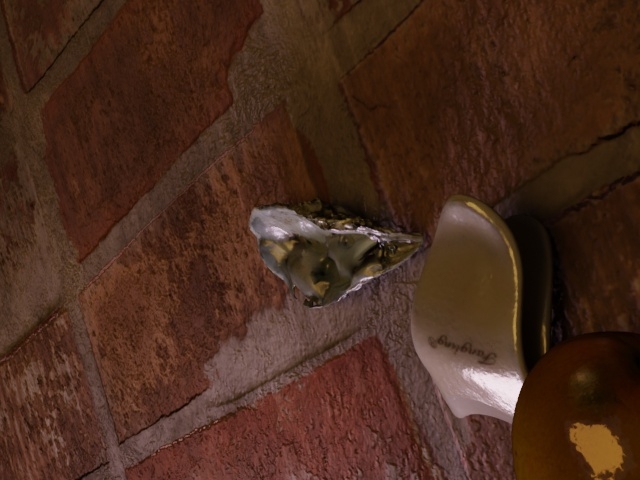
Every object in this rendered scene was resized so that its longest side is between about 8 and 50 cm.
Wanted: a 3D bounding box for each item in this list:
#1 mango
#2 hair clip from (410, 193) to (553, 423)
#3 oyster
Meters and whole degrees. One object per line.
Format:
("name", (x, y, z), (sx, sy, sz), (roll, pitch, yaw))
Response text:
("mango", (0.277, 0.240, 1.067), (0.211, 0.173, 0.317), (15, 113, 48))
("hair clip", (0.179, 0.087, 1.201), (0.172, 0.113, 0.282), (17, 108, 48))
("oyster", (-0.003, 0.001, 1.425), (0.199, 0.087, 0.252), (56, 141, 16))
